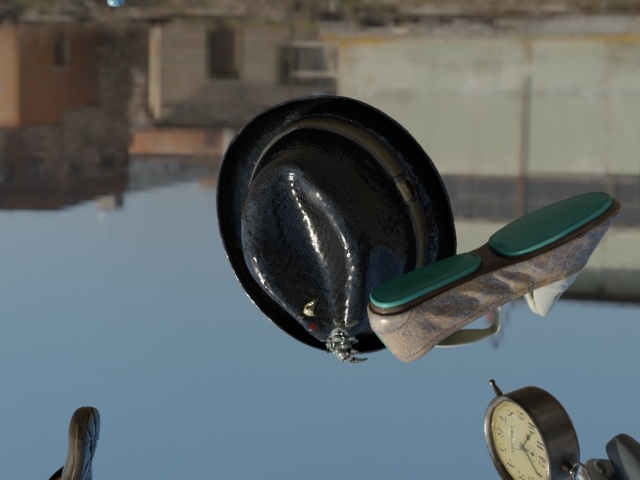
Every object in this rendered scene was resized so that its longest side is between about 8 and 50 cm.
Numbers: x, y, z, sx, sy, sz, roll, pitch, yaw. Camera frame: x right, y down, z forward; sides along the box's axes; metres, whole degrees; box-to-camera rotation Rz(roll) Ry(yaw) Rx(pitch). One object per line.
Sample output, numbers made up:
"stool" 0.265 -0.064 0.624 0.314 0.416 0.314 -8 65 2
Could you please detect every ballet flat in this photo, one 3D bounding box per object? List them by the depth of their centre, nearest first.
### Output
"ballet flat" 0.205 0.048 1.822 0.316 0.106 0.107 -23 -158 -4

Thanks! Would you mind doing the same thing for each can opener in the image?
"can opener" 0.427 0.378 2.017 0.074 0.280 0.093 -11 150 -44

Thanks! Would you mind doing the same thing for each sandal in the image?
"sandal" -0.307 0.295 1.901 0.060 0.219 0.090 12 -157 3

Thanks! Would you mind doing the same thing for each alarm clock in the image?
"alarm clock" 0.264 0.246 1.893 0.064 0.129 0.192 -14 -153 -24

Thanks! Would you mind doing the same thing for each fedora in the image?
"fedora" 0.000 0.000 1.913 0.334 0.334 0.152 3 -162 17

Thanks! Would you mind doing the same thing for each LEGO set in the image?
"LEGO set" 0.011 0.097 1.613 0.083 0.054 0.023 27 -147 11

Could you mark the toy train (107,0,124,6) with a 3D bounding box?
"toy train" -0.220 -0.351 1.773 0.046 0.166 0.125 -5 -152 -7
